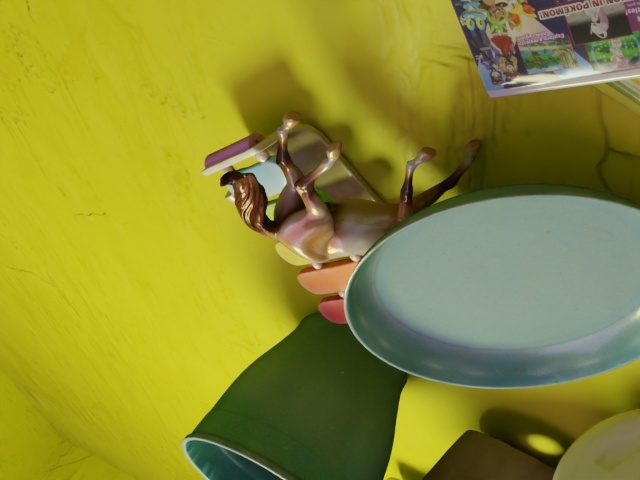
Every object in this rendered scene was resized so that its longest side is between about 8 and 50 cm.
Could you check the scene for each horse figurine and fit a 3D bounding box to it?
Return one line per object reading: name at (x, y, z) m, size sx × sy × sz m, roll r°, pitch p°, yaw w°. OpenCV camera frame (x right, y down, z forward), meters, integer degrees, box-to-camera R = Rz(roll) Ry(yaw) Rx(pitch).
horse figurine at (0.033, -0.027, 0.730) m, size 0.263 × 0.066 × 0.174 m, roll 6°, pitch 132°, yaw -11°

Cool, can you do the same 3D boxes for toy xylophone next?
toy xylophone at (0.000, 0.000, 0.894) m, size 0.322 × 0.081 × 0.236 m, roll 43°, pitch 149°, yaw -13°

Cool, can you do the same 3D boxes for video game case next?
video game case at (0.165, -0.186, 0.498) m, size 0.201 × 0.023 × 0.183 m, roll 1°, pitch 129°, yaw 47°

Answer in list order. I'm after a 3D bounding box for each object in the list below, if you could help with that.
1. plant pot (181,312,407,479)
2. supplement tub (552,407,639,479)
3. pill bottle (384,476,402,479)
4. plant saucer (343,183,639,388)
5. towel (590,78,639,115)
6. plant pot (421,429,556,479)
plant pot at (-0.012, 0.254, 1.093) m, size 0.271 × 0.255 × 0.272 m, roll 24°, pitch 148°, yaw 16°
supplement tub at (0.404, 0.369, 0.867) m, size 0.241 × 0.241 × 0.331 m, roll 8°, pitch 141°, yaw 38°
pill bottle at (0.224, 0.525, 1.344) m, size 0.278 × 0.162 × 0.162 m, roll 14°, pitch 144°, yaw 30°
plant saucer at (0.180, 0.047, 0.718) m, size 0.317 × 0.044 × 0.318 m, roll 2°, pitch 142°, yaw 1°
towel at (0.270, -0.151, 0.480) m, size 0.102 × 0.021 × 0.237 m, roll 31°, pitch 149°, yaw -4°
plant pot at (0.223, 0.427, 1.044) m, size 0.323 × 0.280 × 0.323 m, roll 29°, pitch 168°, yaw 7°
